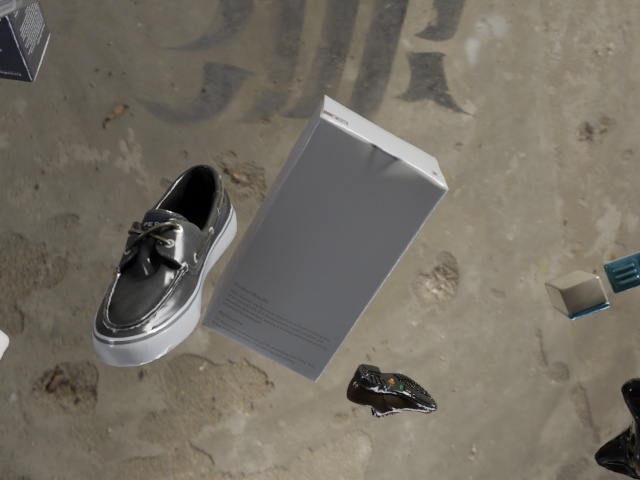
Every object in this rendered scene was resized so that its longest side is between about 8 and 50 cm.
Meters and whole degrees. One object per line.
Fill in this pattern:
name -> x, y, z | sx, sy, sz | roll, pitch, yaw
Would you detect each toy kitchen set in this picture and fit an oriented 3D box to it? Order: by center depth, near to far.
toy kitchen set -> 0.432, 0.100, 0.947 | 0.207, 0.122, 0.166 | -21, 88, 9

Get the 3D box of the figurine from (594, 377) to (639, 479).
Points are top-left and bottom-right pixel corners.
figurine -> 0.254, 0.184, 0.436 | 0.209, 0.092, 0.215 | 14, 121, 6

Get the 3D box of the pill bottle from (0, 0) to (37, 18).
pill bottle -> -0.220, -0.293, 0.581 | 0.283, 0.161, 0.161 | -37, 116, -24

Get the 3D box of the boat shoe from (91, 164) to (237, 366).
boat shoe -> -0.122, 0.005, 0.581 | 0.080, 0.228, 0.076 | 1, 120, 16

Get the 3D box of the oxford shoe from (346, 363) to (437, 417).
oxford shoe -> 0.152, 0.340, 1.556 | 0.227, 0.083, 0.096 | 22, 109, -23

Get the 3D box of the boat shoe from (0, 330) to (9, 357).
boat shoe -> -0.239, 0.154, 0.420 | 0.096, 0.277, 0.098 | 29, 131, -33

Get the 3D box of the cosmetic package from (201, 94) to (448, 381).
cosmetic package -> 0.000, 0.000, 1.113 | 0.217, 0.156, 0.385 | 30, 109, -10

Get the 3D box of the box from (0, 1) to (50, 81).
box -> -0.508, -0.346, 1.058 | 0.153, 0.207, 0.108 | 7, 62, -4
